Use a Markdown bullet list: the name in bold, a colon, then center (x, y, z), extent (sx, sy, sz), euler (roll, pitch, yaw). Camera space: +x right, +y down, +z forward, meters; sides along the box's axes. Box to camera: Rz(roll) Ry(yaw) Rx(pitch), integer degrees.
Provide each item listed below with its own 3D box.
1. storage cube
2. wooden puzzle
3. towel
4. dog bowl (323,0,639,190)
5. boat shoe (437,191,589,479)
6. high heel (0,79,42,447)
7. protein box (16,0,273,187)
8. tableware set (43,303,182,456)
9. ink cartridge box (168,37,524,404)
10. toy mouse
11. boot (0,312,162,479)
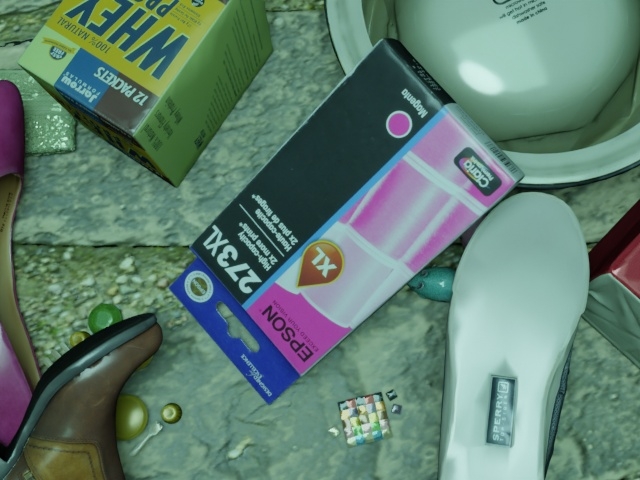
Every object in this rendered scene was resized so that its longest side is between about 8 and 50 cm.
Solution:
- **storage cube**: center (0.388, 0.038, 0.772), extent (0.215, 0.183, 0.193), euler (44, 84, 8)
- **wooden puzzle**: center (0.048, 0.192, 0.839), extent (0.083, 0.006, 0.049), euler (-13, 80, -2)
- **towel**: center (-0.352, -0.147, 0.894), extent (0.148, 0.027, 0.110), euler (-1, 81, 1)
- **dog bowl**: center (0.210, -0.237, 0.837), extent (0.408, 0.150, 0.407), euler (0, 81, 3)
- **boat shoe**: center (0.176, 0.130, 0.773), extent (0.127, 0.158, 0.340), euler (13, 80, 10)
- **high heel**: center (-0.319, 0.027, 0.819), extent (0.182, 0.127, 0.377), euler (14, 91, 3)
- **protein box**: center (-0.167, -0.193, 0.812), extent (0.136, 0.200, 0.201), euler (33, 82, 6)
- **tableware set**: center (-0.214, 0.147, 0.844), extent (0.154, 0.024, 0.104), euler (43, 80, 9)
- **ink cartridge box**: center (0.000, 0.000, 0.763), extent (0.175, 0.069, 0.371), euler (48, 115, 7)
- **toy mouse**: center (0.146, 0.016, 0.856), extent (0.161, 0.031, 0.143), euler (-37, 81, -6)
- **boot**: center (-0.183, 0.244, 0.758), extent (0.264, 0.096, 0.280), euler (-46, 104, -18)
